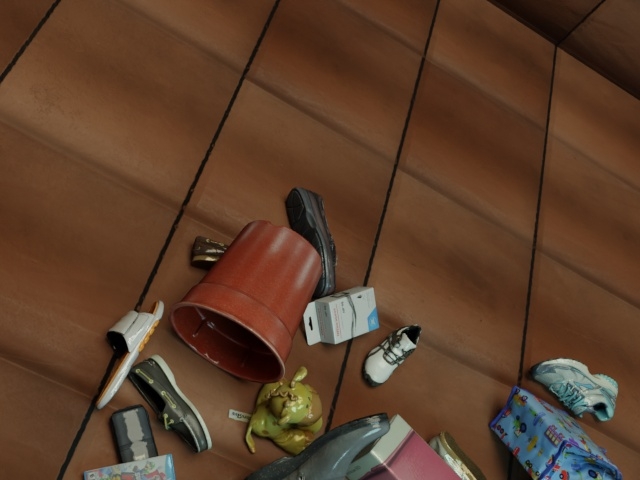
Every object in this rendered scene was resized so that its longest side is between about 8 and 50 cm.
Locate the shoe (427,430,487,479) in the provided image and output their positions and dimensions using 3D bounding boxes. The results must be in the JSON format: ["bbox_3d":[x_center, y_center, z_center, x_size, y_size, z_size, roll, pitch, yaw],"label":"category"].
[{"bbox_3d":[0.335,0.548,2.005,0.219,0.058,0.076,53,18,2],"label":"shoe"}]

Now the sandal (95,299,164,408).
[{"bbox_3d":[-0.404,0.213,1.722,0.076,0.102,0.265,35,52,-12],"label":"sandal"}]

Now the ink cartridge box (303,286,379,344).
[{"bbox_3d":[0.050,0.182,2.019,0.180,0.060,0.104,-16,101,-37],"label":"ink cartridge box"}]

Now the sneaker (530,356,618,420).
[{"bbox_3d":[0.687,0.401,2.272,0.283,0.110,0.122,21,56,-19],"label":"sneaker"}]

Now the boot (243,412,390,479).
[{"bbox_3d":[0.030,0.510,1.728,0.338,0.118,0.223,-30,76,4],"label":"boot"}]

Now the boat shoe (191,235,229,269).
[{"bbox_3d":[-0.197,0.039,1.974,0.207,0.073,0.073,16,58,-23],"label":"boat shoe"}]

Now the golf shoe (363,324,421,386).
[{"bbox_3d":[0.175,0.267,2.049,0.077,0.094,0.198,44,50,-2],"label":"golf shoe"}]

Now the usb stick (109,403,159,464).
[{"bbox_3d":[-0.342,0.456,1.646,0.077,0.045,0.278,-8,67,-30],"label":"usb stick"}]

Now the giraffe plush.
[{"bbox_3d":[-0.066,0.352,1.797,0.210,0.170,0.181,4,60,-29],"label":"giraffe plush"}]

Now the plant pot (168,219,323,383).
[{"bbox_3d":[-0.139,0.117,1.806,0.272,0.272,0.265,35,58,-8],"label":"plant pot"}]

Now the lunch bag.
[{"bbox_3d":[0.608,0.500,2.104,0.293,0.138,0.221,18,19,-31],"label":"lunch bag"}]

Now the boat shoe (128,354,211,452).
[{"bbox_3d":[-0.306,0.341,1.721,0.068,0.081,0.228,-26,70,-37],"label":"boat shoe"}]

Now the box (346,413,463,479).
[{"bbox_3d":[0.183,0.521,1.859,0.232,0.148,0.127,45,49,1],"label":"box"}]

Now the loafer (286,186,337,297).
[{"bbox_3d":[0.000,0.000,2.102,0.095,0.109,0.303,3,58,-35],"label":"loafer"}]

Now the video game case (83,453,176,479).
[{"bbox_3d":[-0.355,0.478,1.599,0.166,0.015,0.119,-9,68,-10],"label":"video game case"}]
